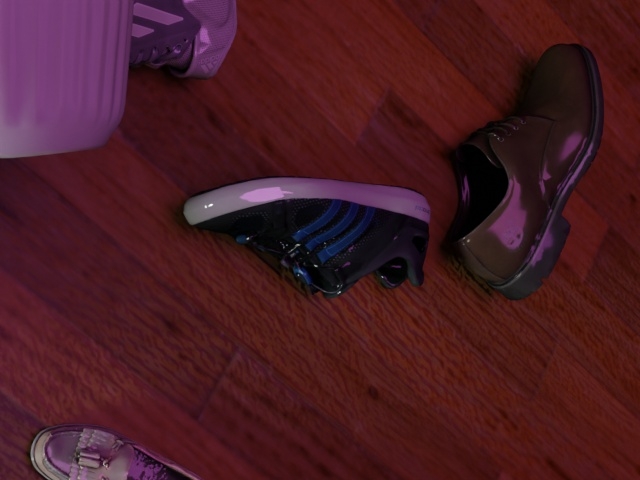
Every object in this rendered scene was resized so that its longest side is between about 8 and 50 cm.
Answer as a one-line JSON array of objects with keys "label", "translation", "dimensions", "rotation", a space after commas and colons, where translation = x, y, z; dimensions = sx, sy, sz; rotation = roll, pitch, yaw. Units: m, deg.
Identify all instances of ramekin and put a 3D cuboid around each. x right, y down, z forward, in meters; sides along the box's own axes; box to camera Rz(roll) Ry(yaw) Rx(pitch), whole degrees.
[{"label": "ramekin", "translation": [-0.220, -0.102, 0.667], "dimensions": [0.273, 0.273, 0.127], "rotation": [-9, 98, -37]}]

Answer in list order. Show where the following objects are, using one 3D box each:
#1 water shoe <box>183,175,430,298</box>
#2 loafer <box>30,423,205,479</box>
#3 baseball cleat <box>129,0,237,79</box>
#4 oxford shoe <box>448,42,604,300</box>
[{"label": "water shoe", "translation": [0.000, 0.000, 0.917], "dimensions": [0.203, 0.073, 0.080], "rotation": [1, 83, -35]}, {"label": "loafer", "translation": [-0.118, 0.144, 0.823], "dimensions": [0.125, 0.039, 0.045], "rotation": [26, 68, -30]}, {"label": "baseball cleat", "translation": [-0.120, -0.130, 0.856], "dimensions": [0.206, 0.072, 0.109], "rotation": [-50, 117, -27]}, {"label": "oxford shoe", "translation": [0.162, -0.074, 1.044], "dimensions": [0.096, 0.083, 0.227], "rotation": [32, 63, -22]}]
